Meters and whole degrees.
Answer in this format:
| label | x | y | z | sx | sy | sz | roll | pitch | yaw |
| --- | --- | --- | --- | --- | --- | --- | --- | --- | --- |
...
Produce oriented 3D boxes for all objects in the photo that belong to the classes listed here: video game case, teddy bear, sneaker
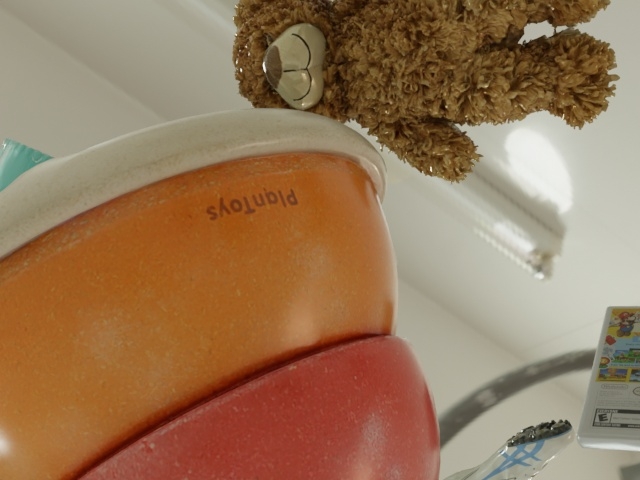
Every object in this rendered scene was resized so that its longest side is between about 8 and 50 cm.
| label | x | y | z | sx | sy | sz | roll | pitch | yaw |
| --- | --- | --- | --- | --- | --- | --- | --- | --- | --- |
| video game case | 0.418 | 0.152 | 1.168 | 0.026 | 0.227 | 0.206 | 64 | -142 | -34 |
| teddy bear | 0.082 | -0.160 | 0.880 | 0.338 | 0.245 | 0.113 | 10 | -145 | 5 |
| sneaker | 0.262 | 0.320 | 1.430 | 0.086 | 0.237 | 0.085 | 56 | -147 | 12 |

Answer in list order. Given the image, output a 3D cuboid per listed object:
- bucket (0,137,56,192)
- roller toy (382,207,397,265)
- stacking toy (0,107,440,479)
| label | x | y | z | sx | sy | sz | roll | pitch | yaw |
| --- | --- | --- | --- | --- | --- | --- | --- | --- | --- |
| bucket | -0.222 | 0.034 | 0.980 | 0.281 | 0.281 | 0.183 | 26 | -93 | -28 |
| roller toy | 0.000 | 0.000 | 1.442 | 0.209 | 0.191 | 0.146 | -61 | -44 | -80 |
| stacking toy | -0.029 | 0.195 | 0.620 | 0.350 | 0.350 | 0.480 | -9 | -116 | -43 |
